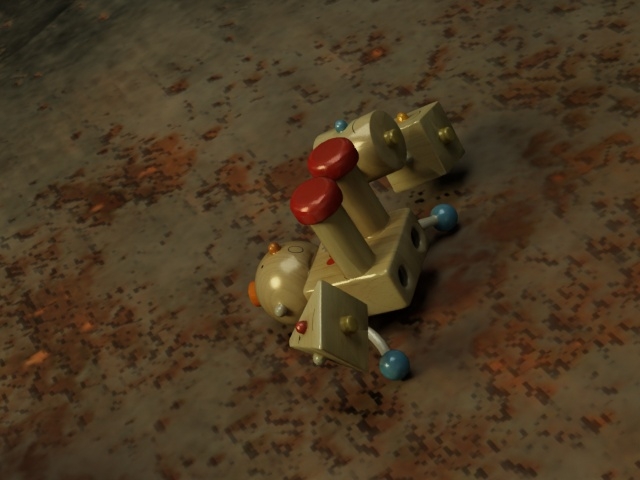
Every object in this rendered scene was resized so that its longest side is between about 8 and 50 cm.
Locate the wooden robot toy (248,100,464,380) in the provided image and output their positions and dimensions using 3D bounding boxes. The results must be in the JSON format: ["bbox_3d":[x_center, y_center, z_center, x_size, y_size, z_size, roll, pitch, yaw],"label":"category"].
[{"bbox_3d":[0.000,0.000,0.763,0.079,0.076,0.173,-21,30,32],"label":"wooden robot toy"}]
